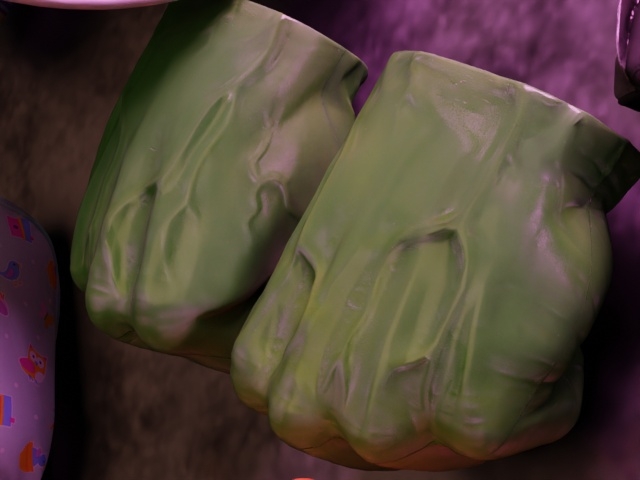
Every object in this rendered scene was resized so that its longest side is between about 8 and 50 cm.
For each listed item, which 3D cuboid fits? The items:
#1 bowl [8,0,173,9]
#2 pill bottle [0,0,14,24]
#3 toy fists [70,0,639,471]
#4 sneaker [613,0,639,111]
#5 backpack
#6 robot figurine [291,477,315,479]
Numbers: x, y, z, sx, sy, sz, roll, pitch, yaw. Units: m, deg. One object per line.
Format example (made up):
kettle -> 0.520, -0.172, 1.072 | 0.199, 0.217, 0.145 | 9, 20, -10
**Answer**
bowl -> -0.099, -0.231, 0.768 | 0.134, 0.298, 0.298 | 158, 125, -82
pill bottle -> -0.161, -0.210, 0.893 | 0.123, 0.123, 0.219 | 30, 87, 47
toy fists -> 0.000, 0.000, 0.694 | 0.279, 0.096, 0.142 | 25, 86, 49
sneaker -> 0.132, -0.090, 0.592 | 0.106, 0.078, 0.234 | -28, 61, 35
backpack -> -0.188, 0.062, 0.850 | 0.115, 0.152, 0.182 | -27, 47, 32
robot figurine -> -0.011, 0.179, 0.622 | 0.128, 0.158, 0.219 | -36, 41, -18
